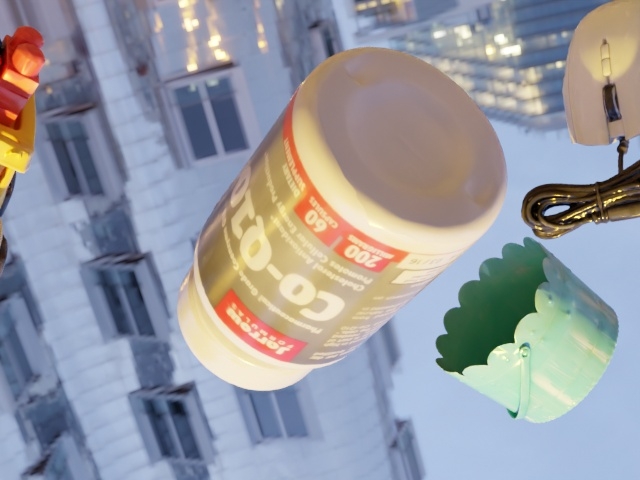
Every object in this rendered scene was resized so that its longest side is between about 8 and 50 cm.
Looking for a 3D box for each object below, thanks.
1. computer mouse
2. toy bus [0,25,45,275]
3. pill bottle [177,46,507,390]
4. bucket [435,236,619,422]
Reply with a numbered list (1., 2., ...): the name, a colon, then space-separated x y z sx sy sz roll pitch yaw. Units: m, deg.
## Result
1. computer mouse: 0.179 -0.091 0.676 0.106 0.042 0.193 -15 -134 31
2. toy bus: -0.304 -0.077 0.921 0.211 0.149 0.220 -45 -143 26
3. pill bottle: 0.000 0.000 0.832 0.161 0.161 0.283 -32 169 -40
4. bucket: 0.341 0.155 1.813 0.281 0.183 0.281 -49 -165 18
